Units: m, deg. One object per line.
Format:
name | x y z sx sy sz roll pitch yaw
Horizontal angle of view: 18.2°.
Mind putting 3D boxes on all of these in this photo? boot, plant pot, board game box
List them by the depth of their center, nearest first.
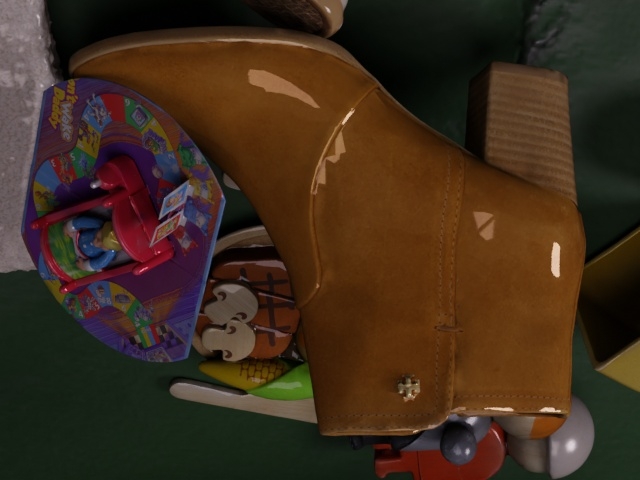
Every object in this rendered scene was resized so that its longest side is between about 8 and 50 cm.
boot | 0.001 0.000 1.094 0.295 0.211 0.104 5 170 -4
board game box | -0.122 -0.005 1.098 0.133 0.033 0.168 33 128 23
plant pot | 0.213 0.049 1.223 0.081 0.081 0.083 -36 129 21

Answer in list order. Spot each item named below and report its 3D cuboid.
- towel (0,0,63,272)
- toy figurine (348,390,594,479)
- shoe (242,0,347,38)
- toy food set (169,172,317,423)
towel | -0.237 -0.092 1.125 0.187 0.049 0.282 -4 126 2
toy figurine | 0.100 0.173 1.207 0.148 0.213 0.209 -3 163 7
shoe | -0.071 -0.189 1.061 0.219 0.058 0.076 34 162 -20
toy food set | -0.023 0.045 1.234 0.132 0.038 0.192 9 125 -8
